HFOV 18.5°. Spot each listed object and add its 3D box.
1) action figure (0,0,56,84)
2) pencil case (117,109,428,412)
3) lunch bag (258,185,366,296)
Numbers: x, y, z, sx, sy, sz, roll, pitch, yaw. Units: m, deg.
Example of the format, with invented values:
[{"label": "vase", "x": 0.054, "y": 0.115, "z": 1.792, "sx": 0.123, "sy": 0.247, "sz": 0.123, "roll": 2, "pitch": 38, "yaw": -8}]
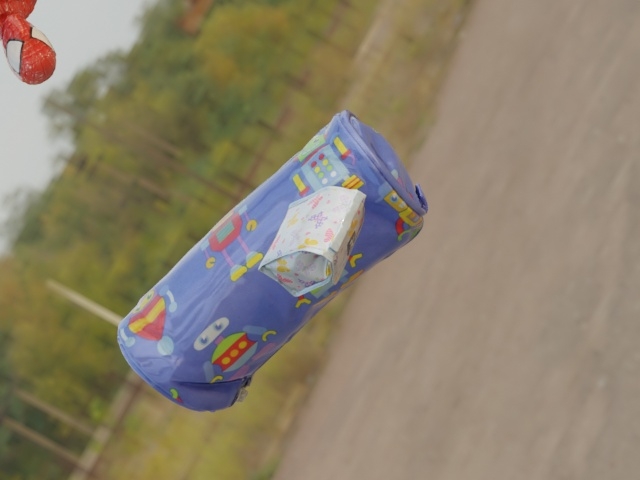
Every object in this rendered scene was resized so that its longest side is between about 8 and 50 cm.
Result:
[{"label": "action figure", "x": -0.218, "y": -0.211, "z": 1.054, "sx": 0.091, "sy": 0.280, "sz": 0.139, "roll": -32, "pitch": 2, "yaw": -16}, {"label": "pencil case", "x": -0.039, "y": 0.028, "z": 1.742, "sx": 0.306, "sy": 0.133, "sz": 0.119, "roll": -44, "pitch": 21, "yaw": 12}, {"label": "lunch bag", "x": 0.000, "y": 0.000, "z": 1.561, "sx": 0.083, "sy": 0.053, "sz": 0.071, "roll": -28, "pitch": 31, "yaw": 53}]
